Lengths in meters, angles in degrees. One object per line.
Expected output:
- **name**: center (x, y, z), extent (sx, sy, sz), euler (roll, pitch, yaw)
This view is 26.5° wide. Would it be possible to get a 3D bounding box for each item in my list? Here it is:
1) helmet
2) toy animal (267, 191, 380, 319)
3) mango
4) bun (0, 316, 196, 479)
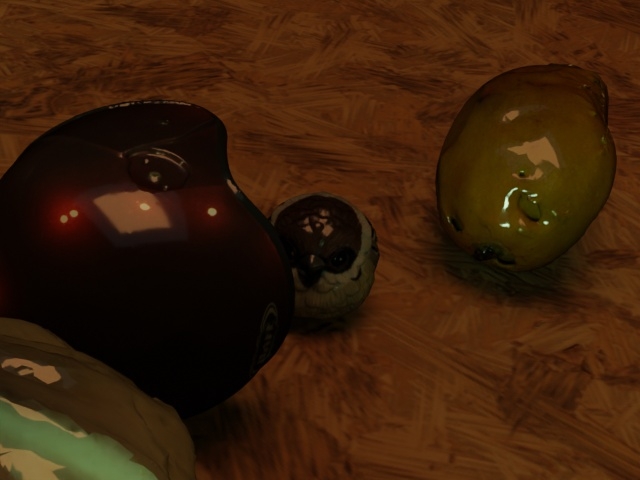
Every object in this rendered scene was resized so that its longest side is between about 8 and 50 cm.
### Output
- **helmet**: center (-0.124, 0.021, 0.877), extent (0.216, 0.189, 0.193), euler (24, 36, 14)
- **toy animal**: center (0.000, 0.000, 1.032), extent (0.098, 0.098, 0.137), euler (9, 30, 4)
- **mango**: center (0.181, -0.071, 1.133), extent (0.156, 0.151, 0.249), euler (-16, 18, 36)
- **bun**: center (-0.209, 0.150, 0.613), extent (0.359, 0.211, 0.360), euler (4, 31, -3)
